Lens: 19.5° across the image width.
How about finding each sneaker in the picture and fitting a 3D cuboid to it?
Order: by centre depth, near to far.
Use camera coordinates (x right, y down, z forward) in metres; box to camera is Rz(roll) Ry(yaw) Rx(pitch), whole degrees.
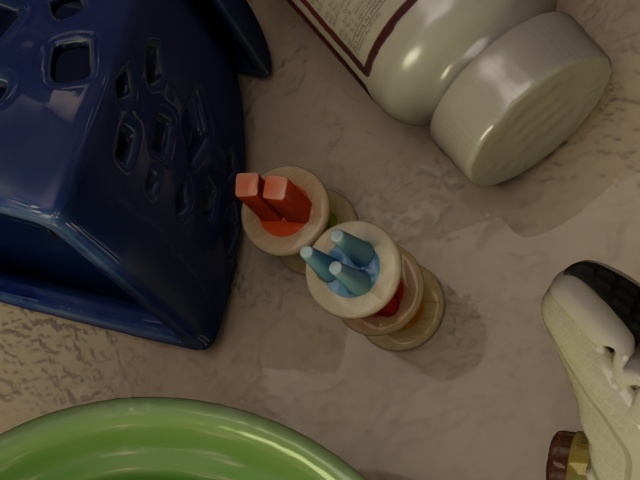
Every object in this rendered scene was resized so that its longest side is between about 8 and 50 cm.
[{"bbox_3d":[0.173,0.150,0.908,0.118,0.110,0.292,-28,91,25],"label":"sneaker"}]

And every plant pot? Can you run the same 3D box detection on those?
[{"bbox_3d":[-0.165,-0.090,1.042,0.236,0.236,0.212,12,74,20],"label":"plant pot"}]

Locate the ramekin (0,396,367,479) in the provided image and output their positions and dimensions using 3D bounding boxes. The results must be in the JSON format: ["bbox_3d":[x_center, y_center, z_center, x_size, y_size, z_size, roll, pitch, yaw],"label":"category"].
[{"bbox_3d":[-0.085,0.242,0.927,0.303,0.148,0.303,2,71,-6],"label":"ramekin"}]

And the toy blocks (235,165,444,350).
[{"bbox_3d":[0.000,0.000,1.004,0.123,0.148,0.054,41,91,21],"label":"toy blocks"}]

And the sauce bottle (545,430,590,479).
[{"bbox_3d":[0.183,0.126,0.972,0.128,0.042,0.042,5,79,21],"label":"sauce bottle"}]

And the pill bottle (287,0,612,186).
[{"bbox_3d":[0.053,-0.142,1.036,0.121,0.121,0.221,-42,69,4],"label":"pill bottle"}]
